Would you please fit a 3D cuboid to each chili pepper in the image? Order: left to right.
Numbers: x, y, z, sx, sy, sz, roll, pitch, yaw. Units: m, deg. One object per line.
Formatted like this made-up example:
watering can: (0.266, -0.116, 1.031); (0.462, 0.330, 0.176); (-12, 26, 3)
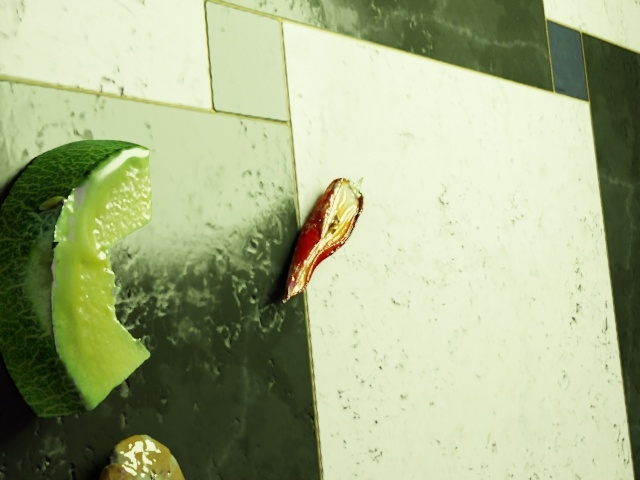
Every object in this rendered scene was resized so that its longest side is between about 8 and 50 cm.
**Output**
chili pepper: (0.000, 0.000, 1.083); (0.045, 0.027, 0.178); (50, 46, -26)

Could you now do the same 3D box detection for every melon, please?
melon: (-0.175, 0.022, 0.838); (0.118, 0.064, 0.209); (4, 81, -56)

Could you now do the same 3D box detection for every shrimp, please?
shrimp: (-0.124, 0.237, 0.864); (0.091, 0.043, 0.184); (2, 80, -54)
